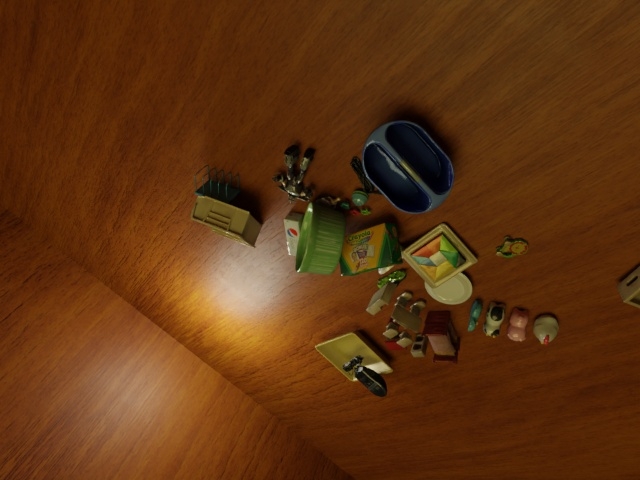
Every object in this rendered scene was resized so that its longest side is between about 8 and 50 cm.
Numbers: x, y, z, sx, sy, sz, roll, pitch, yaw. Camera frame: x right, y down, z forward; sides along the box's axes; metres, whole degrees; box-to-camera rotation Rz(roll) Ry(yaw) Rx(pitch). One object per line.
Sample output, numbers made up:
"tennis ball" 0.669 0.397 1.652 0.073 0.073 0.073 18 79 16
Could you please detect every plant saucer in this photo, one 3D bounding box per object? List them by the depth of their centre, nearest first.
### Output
"plant saucer" 0.192 0.631 2.445 0.332 0.081 0.333 46 134 -14

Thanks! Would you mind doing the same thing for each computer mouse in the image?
"computer mouse" 0.247 -0.249 1.658 0.262 0.060 0.184 -9 123 33
"computer mouse" 0.266 0.738 2.403 0.272 0.072 0.188 43 138 5

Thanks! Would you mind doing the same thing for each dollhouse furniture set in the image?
"dollhouse furniture set" 0.355 0.315 1.971 0.242 0.212 0.161 32 146 -2
"dollhouse furniture set" 0.462 0.469 2.111 0.375 0.152 0.201 -10 123 33

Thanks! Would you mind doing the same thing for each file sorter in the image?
"file sorter" -0.466 -0.256 1.980 0.171 0.118 0.104 18 131 12

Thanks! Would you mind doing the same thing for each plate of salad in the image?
"plate of salad" 0.552 0.193 1.895 0.200 0.048 0.199 15 129 19

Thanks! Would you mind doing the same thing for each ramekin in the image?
"ramekin" 0.000 0.000 1.837 0.148 0.303 0.303 12 136 -10

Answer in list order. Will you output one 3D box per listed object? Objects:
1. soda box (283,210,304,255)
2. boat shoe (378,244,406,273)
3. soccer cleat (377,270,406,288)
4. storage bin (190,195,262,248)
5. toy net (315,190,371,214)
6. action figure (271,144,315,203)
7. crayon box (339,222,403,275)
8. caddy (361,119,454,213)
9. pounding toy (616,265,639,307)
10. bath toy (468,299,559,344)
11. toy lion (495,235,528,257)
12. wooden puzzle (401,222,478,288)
"soda box" -0.112 -0.028 2.032 0.074 0.069 0.216 12 133 19
"boat shoe" 0.304 0.081 1.918 0.063 0.066 0.184 44 136 1
"soccer cleat" 0.336 0.185 2.002 0.072 0.060 0.179 35 142 -19
"storage bin" -0.426 -0.085 2.013 0.261 0.123 0.262 20 172 9
"toy net" 0.094 -0.156 1.836 0.233 0.045 0.122 4 152 28
"action figure" -0.107 -0.257 1.811 0.186 0.099 0.284 19 138 4
"crayon box" 0.198 0.042 1.824 0.279 0.081 0.165 -20 74 44
"caddy" 0.292 -0.251 1.491 0.241 0.179 0.341 -43 104 14
"pounding toy" 1.190 0.160 1.515 0.206 0.094 0.181 20 130 -3
"bath toy" 0.813 0.364 1.857 0.349 0.129 0.151 9 131 19
"toy lion" 0.735 0.030 1.676 0.096 0.034 0.100 20 135 0
"wooden puzzle" 0.479 0.071 1.791 0.221 0.044 0.239 46 121 -10
